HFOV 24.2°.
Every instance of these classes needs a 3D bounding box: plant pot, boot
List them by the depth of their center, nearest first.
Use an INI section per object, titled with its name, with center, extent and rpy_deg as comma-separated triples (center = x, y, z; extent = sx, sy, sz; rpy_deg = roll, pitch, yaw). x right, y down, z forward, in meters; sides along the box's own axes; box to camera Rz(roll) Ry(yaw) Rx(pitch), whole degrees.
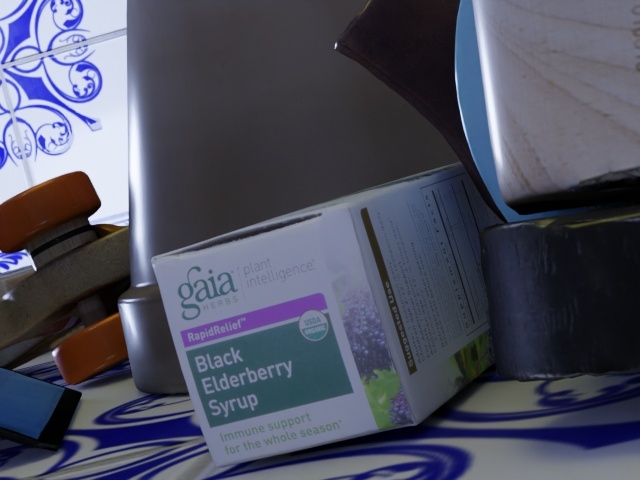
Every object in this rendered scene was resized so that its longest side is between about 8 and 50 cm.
[boot]
center = 0.145, -0.097, 0.734
extent = 0.248, 0.207, 0.090
rpy_deg = -46, 0, -37
[plant pot]
center = 0.003, -0.078, 0.981
extent = 0.323, 0.280, 0.323
rpy_deg = -14, 3, 1

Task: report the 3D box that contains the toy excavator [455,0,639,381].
[toy excavator]
center = 0.292, -0.090, 0.625
extent = 0.433, 0.222, 0.445
rpy_deg = -9, -3, 20

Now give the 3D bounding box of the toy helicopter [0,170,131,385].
[toy helicopter]
center = -0.193, 0.042, 1.232
extent = 0.235, 0.140, 0.355
rpy_deg = -26, -3, -41

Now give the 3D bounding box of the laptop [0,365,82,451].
[laptop]
center = -0.252, 0.004, 0.882
extent = 0.136, 0.264, 0.234
rpy_deg = -18, 3, -6

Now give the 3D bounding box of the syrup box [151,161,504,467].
[syrup box]
center = 0.025, 0.024, 0.693
extent = 0.093, 0.096, 0.237
rpy_deg = -16, 3, 23

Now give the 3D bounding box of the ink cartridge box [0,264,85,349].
[ink cartridge box]
center = -0.342, 0.080, 1.579
extent = 0.193, 0.088, 0.235
rpy_deg = -12, 4, 20
